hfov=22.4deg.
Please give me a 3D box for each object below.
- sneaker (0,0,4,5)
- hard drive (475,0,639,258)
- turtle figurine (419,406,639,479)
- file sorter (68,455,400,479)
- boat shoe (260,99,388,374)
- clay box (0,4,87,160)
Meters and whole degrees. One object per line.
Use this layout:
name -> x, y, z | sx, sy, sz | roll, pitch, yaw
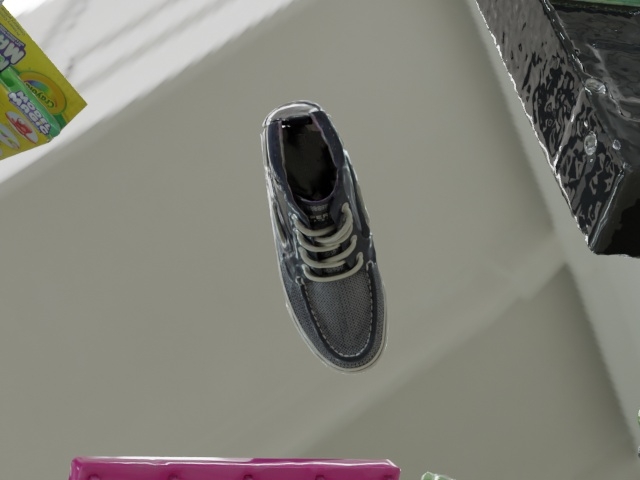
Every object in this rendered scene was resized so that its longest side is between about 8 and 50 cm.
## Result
sneaker -> -0.183, -0.216, 0.952 | 0.127, 0.208, 0.319 | 44, -79, -2
hard drive -> 0.214, -0.113, 0.895 | 0.237, 0.339, 0.064 | 3, -49, -16
turtle figurine -> 0.172, 0.186, 0.843 | 0.266, 0.274, 0.197 | 3, -62, -13
file sorter -> -0.043, 0.296, 1.242 | 0.291, 0.182, 0.202 | 5, -75, -31
boat shoe -> 0.000, 0.000, 1.902 | 0.127, 0.158, 0.340 | -17, -88, 0
clay box -> -0.272, -0.131, 1.304 | 0.053, 0.222, 0.127 | -47, -71, -25
